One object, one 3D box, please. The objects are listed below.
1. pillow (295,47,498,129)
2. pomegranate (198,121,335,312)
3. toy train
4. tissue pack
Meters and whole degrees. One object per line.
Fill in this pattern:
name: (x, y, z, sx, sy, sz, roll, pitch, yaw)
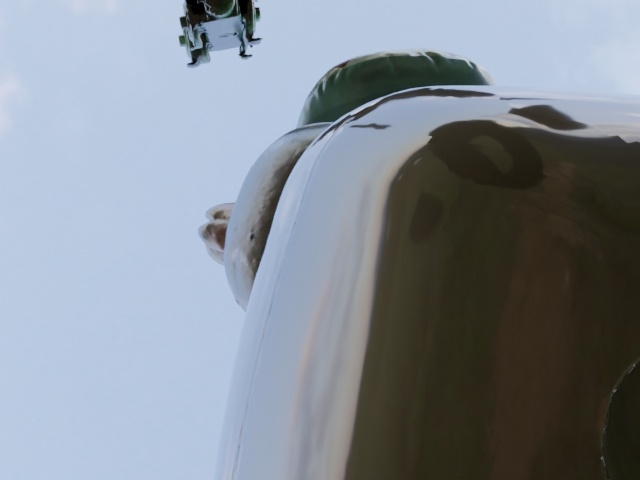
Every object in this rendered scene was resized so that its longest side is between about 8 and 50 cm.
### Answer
pillow: (0.088, -0.118, 1.394, 0.233, 0.214, 0.086, -10, -134, -4)
pomegranate: (0.000, 0.000, 0.898, 0.209, 0.180, 0.180, 12, -99, 40)
toy train: (-0.130, -0.299, 1.540, 0.115, 0.269, 0.155, -11, -89, 0)
tissue pack: (0.161, 0.084, 0.510, 0.387, 0.277, 0.268, 13, -93, -13)
